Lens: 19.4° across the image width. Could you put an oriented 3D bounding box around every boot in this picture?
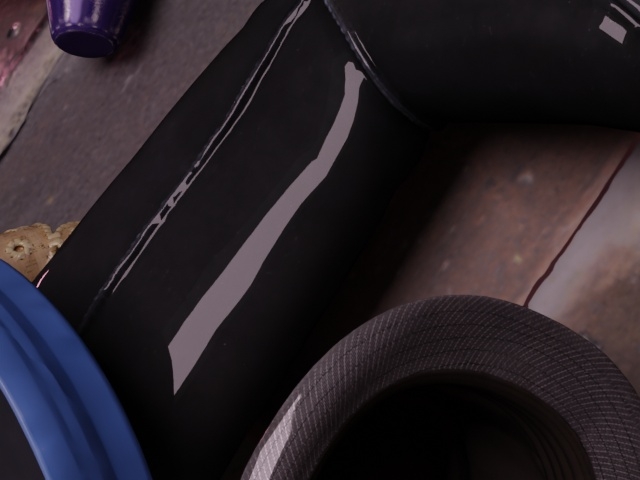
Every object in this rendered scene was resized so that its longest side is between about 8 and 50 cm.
[{"bbox_3d":[-0.001,-0.001,1.094,0.445,0.146,0.367,-51,33,1],"label":"boot"}]

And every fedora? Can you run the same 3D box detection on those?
[{"bbox_3d":[0.045,0.167,0.998,0.124,0.244,0.275,-3,69,66],"label":"fedora"}]

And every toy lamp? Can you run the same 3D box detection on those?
[{"bbox_3d":[-0.157,-0.266,1.385,0.080,0.080,0.274,-8,64,32],"label":"toy lamp"}]

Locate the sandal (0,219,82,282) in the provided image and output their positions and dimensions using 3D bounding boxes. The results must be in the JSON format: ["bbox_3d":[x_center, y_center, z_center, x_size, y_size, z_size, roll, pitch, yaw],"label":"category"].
[{"bbox_3d":[-0.214,0.033,1.294,0.240,0.079,0.088,-29,57,22],"label":"sandal"}]

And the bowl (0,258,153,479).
[{"bbox_3d":[-0.227,0.179,1.127,0.391,0.077,0.391,18,116,42],"label":"bowl"}]
